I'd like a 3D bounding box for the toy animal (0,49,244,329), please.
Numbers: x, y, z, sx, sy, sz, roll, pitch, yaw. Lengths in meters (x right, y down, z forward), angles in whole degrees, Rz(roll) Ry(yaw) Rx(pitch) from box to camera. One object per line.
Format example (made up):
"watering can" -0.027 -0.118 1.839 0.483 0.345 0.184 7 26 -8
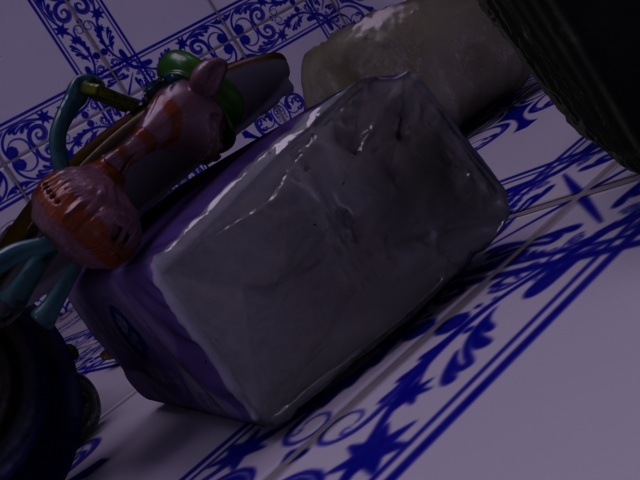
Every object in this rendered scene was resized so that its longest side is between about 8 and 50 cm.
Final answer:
"toy animal" -0.140 -0.043 0.601 0.208 0.103 0.100 -51 6 -13

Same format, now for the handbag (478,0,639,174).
"handbag" 0.244 -0.215 0.563 0.341 0.247 0.240 -35 21 8

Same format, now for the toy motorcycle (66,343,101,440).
"toy motorcycle" -0.337 0.190 0.917 0.205 0.127 0.275 -21 10 42

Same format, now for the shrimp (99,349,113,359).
"shrimp" -0.217 0.115 1.275 0.178 0.034 0.124 -31 1 25

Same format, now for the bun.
"bun" 0.152 -0.245 1.437 0.360 0.211 0.360 -22 2 1

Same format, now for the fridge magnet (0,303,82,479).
"fridge magnet" -0.319 0.128 0.732 0.265 0.265 0.112 -38 -9 -36

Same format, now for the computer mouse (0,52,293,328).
"computer mouse" -0.151 -0.051 0.730 0.310 0.072 0.158 -43 10 -20

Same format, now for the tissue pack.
"tissue pack" -0.048 0.011 0.742 0.242 0.160 0.338 -40 10 -22
